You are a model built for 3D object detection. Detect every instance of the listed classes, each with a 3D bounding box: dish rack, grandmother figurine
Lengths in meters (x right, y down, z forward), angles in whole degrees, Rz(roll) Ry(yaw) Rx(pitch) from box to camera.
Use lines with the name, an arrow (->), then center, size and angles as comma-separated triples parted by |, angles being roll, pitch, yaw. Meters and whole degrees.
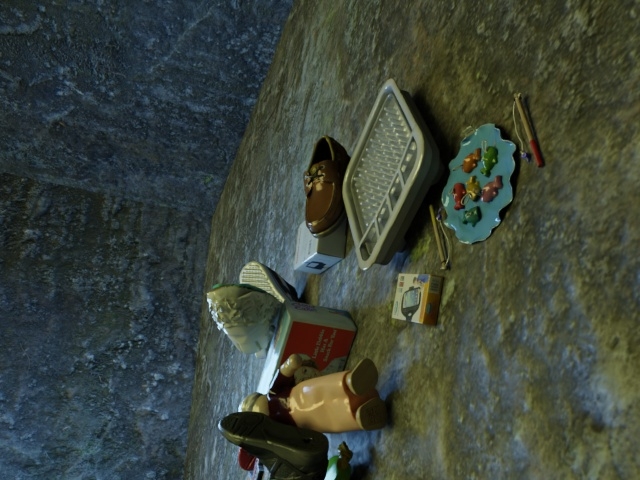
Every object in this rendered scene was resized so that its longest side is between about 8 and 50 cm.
dish rack -> 0.136, -0.127, 1.211 | 0.333, 0.072, 0.286 | -101, 28, -52
grandmother figurine -> -0.031, 0.319, 1.183 | 0.342, 0.104, 0.208 | -19, 73, 42

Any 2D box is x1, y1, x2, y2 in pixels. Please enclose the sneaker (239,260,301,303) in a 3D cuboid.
sneaker -> -0.103, 0.199, 1.692 | 0.126, 0.127, 0.321 | -36, 59, 15

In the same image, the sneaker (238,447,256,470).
sneaker -> -0.170, 0.523, 1.760 | 0.128, 0.087, 0.221 | 157, 137, -80

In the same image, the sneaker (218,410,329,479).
sneaker -> -0.087, 0.390, 1.135 | 0.087, 0.227, 0.130 | -34, -52, -56

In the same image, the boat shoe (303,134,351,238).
boat shoe -> 0.002, -0.129, 1.441 | 0.110, 0.104, 0.307 | -23, 32, 22

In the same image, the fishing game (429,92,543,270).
fishing game -> 0.228, -0.090, 0.945 | 0.264, 0.041, 0.189 | 124, 150, -50

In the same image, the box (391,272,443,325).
box -> 0.158, 0.097, 1.060 | 0.136, 0.028, 0.081 | 173, 108, -70

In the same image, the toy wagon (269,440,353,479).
toy wagon -> -0.040, 0.522, 1.204 | 0.344, 0.068, 0.267 | -48, 12, 20

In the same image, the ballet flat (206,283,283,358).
ballet flat -> -0.137, 0.196, 1.411 | 0.409, 0.146, 0.147 | 53, -137, -71

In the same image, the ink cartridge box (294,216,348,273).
ink cartridge box -> 0.000, 0.000, 1.555 | 0.175, 0.072, 0.128 | 142, 137, -65

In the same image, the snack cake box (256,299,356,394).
snack cake box -> -0.038, 0.273, 1.353 | 0.089, 0.152, 0.265 | -121, 46, -66

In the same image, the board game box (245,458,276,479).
board game box -> -0.148, 0.622, 1.620 | 0.194, 0.060, 0.194 | 178, 103, -72
